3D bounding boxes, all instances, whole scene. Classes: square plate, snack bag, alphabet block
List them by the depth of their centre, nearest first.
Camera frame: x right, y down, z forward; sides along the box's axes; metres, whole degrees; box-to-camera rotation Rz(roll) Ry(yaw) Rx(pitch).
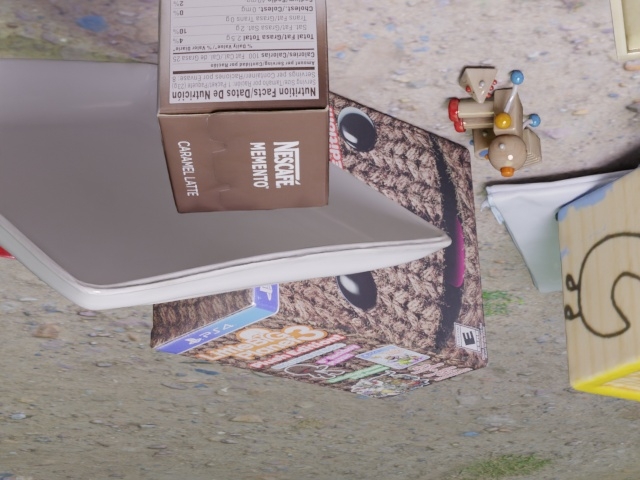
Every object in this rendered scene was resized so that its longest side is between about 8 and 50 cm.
[{"bbox_3d":[-0.138,-0.047,0.973,0.347,0.049,0.344,32,-155,34],"label":"square plate"},{"bbox_3d":[0.370,0.046,1.374,0.193,0.197,0.192,12,154,-27],"label":"alphabet block"},{"bbox_3d":[0.374,-0.018,1.524,0.343,0.037,0.323,-8,157,17],"label":"snack bag"}]

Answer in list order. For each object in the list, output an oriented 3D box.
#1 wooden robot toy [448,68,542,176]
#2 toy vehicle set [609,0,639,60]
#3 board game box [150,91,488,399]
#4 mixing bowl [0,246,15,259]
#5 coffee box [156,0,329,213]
[{"bbox_3d":[0.162,-0.090,1.263,0.076,0.079,0.173,-9,157,16],"label":"wooden robot toy"},{"bbox_3d":[0.270,-0.227,0.918,0.166,0.035,0.267,-6,147,13],"label":"toy vehicle set"},{"bbox_3d":[0.000,0.000,1.271,0.291,0.232,0.141,17,151,-40],"label":"board game box"},{"bbox_3d":[-0.258,-0.056,1.285,0.182,0.098,0.181,-3,158,-1],"label":"mixing bowl"},{"bbox_3d":[-0.046,-0.156,0.850,0.098,0.246,0.141,-2,159,0],"label":"coffee box"}]
